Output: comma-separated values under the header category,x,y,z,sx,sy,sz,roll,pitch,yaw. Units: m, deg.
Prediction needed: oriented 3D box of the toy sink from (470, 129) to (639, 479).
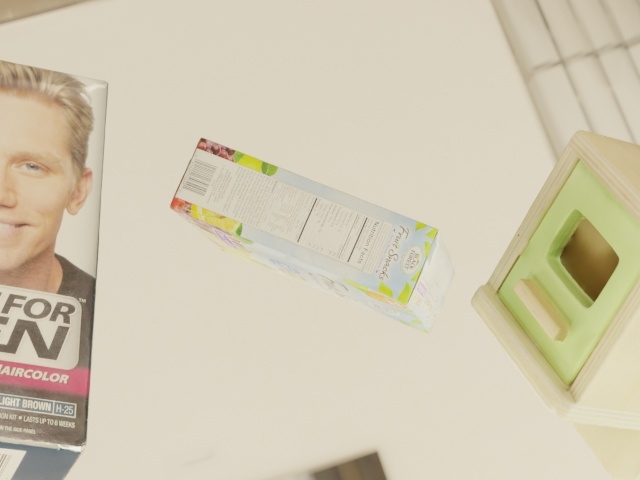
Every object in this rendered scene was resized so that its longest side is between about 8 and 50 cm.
category,x,y,z,sx,sy,sz,roll,pitch,yaw
toy sink,0.220,0.058,1.101,0.131,0.153,0.234,10,121,-32

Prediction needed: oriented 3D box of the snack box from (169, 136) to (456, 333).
category,x,y,z,sx,sy,sz,roll,pitch,yaw
snack box,0.000,0.000,1.162,0.207,0.070,0.174,20,173,14

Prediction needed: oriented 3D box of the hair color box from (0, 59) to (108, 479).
category,x,y,z,sx,sy,sz,roll,pitch,yaw
hair color box,-0.278,0.018,1.166,0.174,0.347,0.105,10,148,-20
